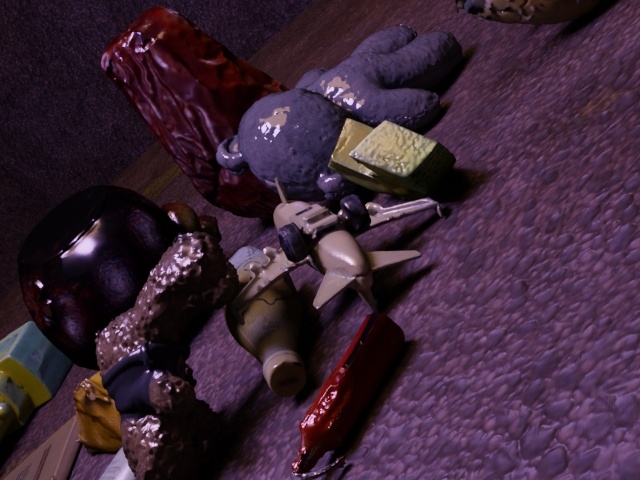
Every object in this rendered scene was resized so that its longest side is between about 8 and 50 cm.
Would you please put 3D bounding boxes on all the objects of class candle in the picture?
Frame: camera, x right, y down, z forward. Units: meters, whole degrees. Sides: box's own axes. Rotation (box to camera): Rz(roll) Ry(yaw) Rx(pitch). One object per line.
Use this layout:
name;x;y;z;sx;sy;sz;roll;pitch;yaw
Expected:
candle;0.023;0.129;0.831;0.162;0.048;0.053;-56;-16;-31

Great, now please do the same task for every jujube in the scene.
jujube;-0.152;-0.184;1.477;0.216;0.342;0.216;-46;16;18

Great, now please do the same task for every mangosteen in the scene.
mangosteen;-0.274;0.037;1.444;0.287;0.233;0.288;-36;22;17

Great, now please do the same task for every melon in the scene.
melon;0.073;-0.085;1.091;0.064;0.118;0.209;-60;5;-2

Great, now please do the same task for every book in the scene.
book;-0.414;0.350;1.408;0.231;0.026;0.161;-42;17;15

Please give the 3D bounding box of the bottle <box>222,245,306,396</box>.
bottle;-0.056;0.082;1.060;0.083;0.083;0.270;-44;20;6

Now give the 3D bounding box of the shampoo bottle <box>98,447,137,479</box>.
shampoo bottle;-0.219;0.281;1.042;0.072;0.049;0.212;-28;24;53

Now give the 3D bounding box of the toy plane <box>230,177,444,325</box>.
toy plane;0.000;0.000;1.034;0.229;0.092;0.244;-27;30;-12

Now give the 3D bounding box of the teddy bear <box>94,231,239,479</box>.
teddy bear;-0.155;0.119;1.004;0.182;0.129;0.251;50;-134;-79

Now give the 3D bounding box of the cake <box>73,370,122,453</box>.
cake;-0.243;0.223;1.274;0.080;0.116;0.185;-52;-16;-35

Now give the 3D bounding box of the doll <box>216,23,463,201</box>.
doll;0.047;-0.157;1.342;0.245;0.158;0.340;18;44;38

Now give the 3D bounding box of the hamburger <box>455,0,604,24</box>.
hamburger;0.278;-0.354;1.133;0.168;0.192;0.288;-79;10;-72

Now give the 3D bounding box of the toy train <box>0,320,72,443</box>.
toy train;-0.580;0.315;1.724;0.237;0.150;0.369;-31;22;25
